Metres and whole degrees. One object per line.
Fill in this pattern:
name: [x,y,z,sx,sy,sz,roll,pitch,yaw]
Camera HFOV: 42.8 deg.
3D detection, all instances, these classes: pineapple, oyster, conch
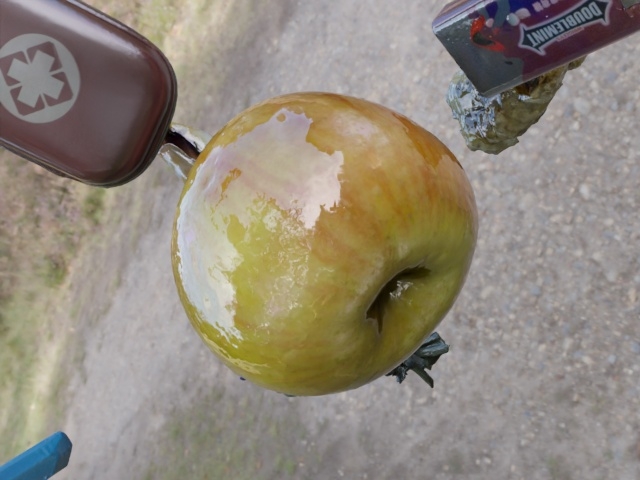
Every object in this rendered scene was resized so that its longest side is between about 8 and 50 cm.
pineapple: [0.088,0.172,1.306,0.128,0.248,0.128,-39,44,53]
oyster: [0.270,-0.228,1.147,0.233,0.107,0.161,-31,82,39]
conch: [-0.218,-0.128,1.555,0.127,0.255,0.158,-53,7,42]

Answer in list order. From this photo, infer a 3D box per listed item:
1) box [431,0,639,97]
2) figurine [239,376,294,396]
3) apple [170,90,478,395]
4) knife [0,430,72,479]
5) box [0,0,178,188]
box: [0.234,-0.239,0.855,0.224,0.120,0.069,-21,28,51]
figurine: [0.019,0.135,1.491,0.382,0.186,0.261,-41,45,11]
apple: [0.000,0.000,0.748,0.233,0.286,0.286,36,106,34]
knife: [-0.270,0.204,0.531,0.026,0.296,0.044,0,104,28]
box: [-0.423,-0.251,1.259,0.263,0.404,0.108,-63,4,13]
